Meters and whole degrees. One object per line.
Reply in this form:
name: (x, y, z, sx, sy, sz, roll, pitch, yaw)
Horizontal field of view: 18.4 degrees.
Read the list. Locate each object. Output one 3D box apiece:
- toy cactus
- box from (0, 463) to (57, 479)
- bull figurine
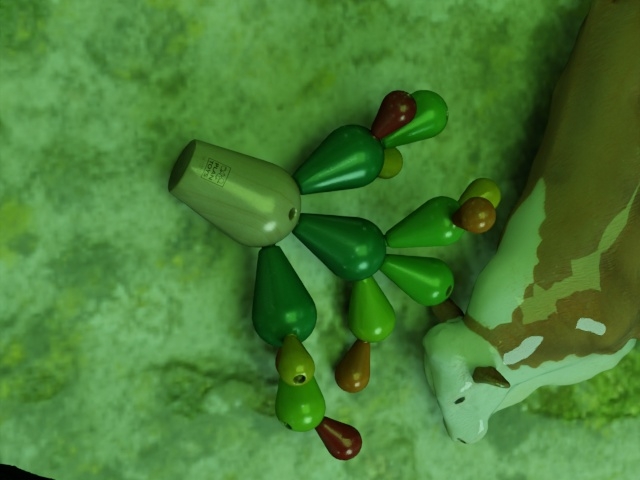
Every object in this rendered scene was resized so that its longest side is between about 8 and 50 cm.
toy cactus: (0.000, 0.000, 1.127, 0.181, 0.112, 0.219, 26, 88, -18)
box: (-0.197, 0.219, 1.020, 0.156, 0.093, 0.158, -20, 101, -27)
bull figurine: (0.181, -0.003, 1.220, 0.188, 0.101, 0.310, 27, 81, -31)
